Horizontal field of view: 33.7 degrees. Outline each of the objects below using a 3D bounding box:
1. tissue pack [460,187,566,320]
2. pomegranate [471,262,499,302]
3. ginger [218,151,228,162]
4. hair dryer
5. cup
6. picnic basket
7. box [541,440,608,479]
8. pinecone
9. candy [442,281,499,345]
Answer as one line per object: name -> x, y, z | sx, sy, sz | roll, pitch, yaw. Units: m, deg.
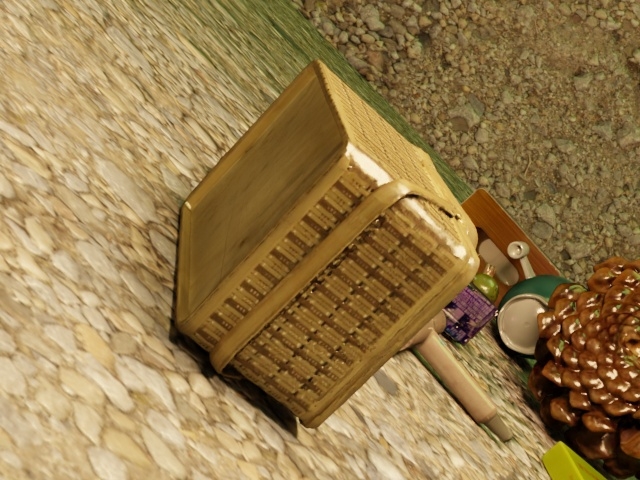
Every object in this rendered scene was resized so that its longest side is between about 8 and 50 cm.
tissue pack -> 0.364, 0.037, 2.162 | 0.246, 0.159, 0.136 | 50, 12, 17
pomegranate -> 0.303, 0.089, 1.986 | 0.073, 0.073, 0.084 | 45, 42, -10
ginger -> -0.017, 0.000, 1.280 | 0.290, 0.084, 0.122 | 44, -9, 2
hair dryer -> 0.168, 0.181, 1.383 | 0.220, 0.054, 0.195 | 57, 16, 12
cup -> 0.401, 0.146, 1.952 | 0.173, 0.168, 0.299 | -4, 78, -67
picnic basket -> 0.000, 0.000, 0.978 | 0.175, 0.228, 0.313 | 39, 14, -19
box -> 0.424, 0.433, 1.429 | 0.187, 0.047, 0.335 | 40, 14, -27
pinecone -> 0.537, 0.237, 1.758 | 0.384, 0.384, 0.384 | 44, 13, -13
candy -> 0.135, 0.035, 1.590 | 0.312, 0.088, 0.061 | 42, 10, -20
